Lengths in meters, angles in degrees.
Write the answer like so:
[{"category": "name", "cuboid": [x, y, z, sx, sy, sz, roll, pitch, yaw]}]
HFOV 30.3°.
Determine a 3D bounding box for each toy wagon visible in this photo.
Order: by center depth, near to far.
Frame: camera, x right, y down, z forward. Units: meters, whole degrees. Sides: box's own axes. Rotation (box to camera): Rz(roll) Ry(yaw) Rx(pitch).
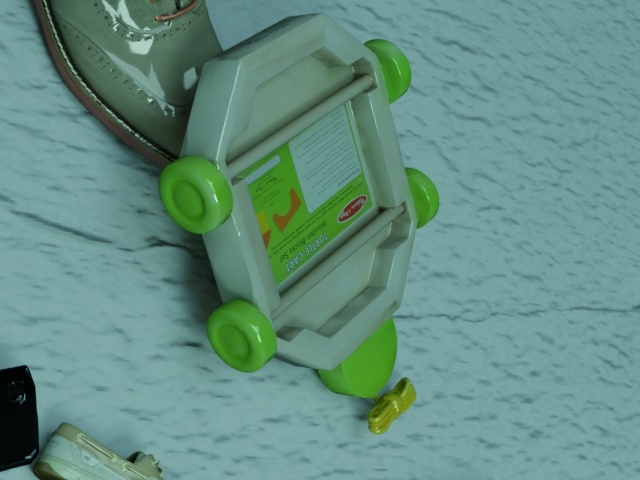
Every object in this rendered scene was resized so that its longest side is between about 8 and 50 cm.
[{"category": "toy wagon", "cuboid": [0.000, 0.000, 0.959, 0.267, 0.068, 0.344, -38, 122, -44]}]

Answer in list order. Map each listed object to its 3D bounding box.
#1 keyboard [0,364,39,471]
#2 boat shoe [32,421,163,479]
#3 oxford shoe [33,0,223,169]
[{"category": "keyboard", "cuboid": [-0.275, 0.115, 0.761, 0.192, 0.038, 0.100, -7, 102, -42]}, {"category": "boat shoe", "cuboid": [-0.134, 0.170, 0.836, 0.135, 0.050, 0.045, 32, 62, -27]}, {"category": "oxford shoe", "cuboid": [-0.145, -0.196, 0.904, 0.348, 0.130, 0.123, 54, 47, -13]}]
